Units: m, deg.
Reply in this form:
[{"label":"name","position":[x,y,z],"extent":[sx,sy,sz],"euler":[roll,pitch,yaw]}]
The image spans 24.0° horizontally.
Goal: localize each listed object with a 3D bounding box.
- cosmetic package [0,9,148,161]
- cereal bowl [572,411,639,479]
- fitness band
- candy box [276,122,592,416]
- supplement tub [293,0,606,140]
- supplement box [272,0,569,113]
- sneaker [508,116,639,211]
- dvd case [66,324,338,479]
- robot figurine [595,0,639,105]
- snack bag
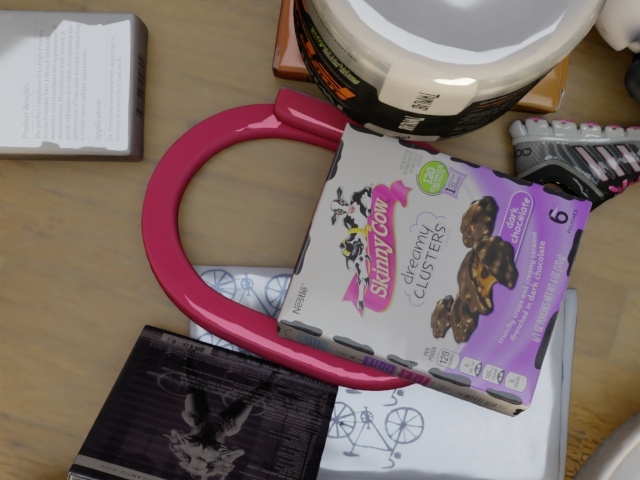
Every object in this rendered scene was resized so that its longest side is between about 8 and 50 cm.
[{"label":"cosmetic package","position":[-0.259,-0.123,1.207],"extent":[0.231,0.085,0.117],"euler":[2,88,1]},{"label":"cereal bowl","position":[0.319,0.277,1.166],"extent":[0.339,0.141,0.339],"euler":[1,84,-12]},{"label":"fitness band","position":[0.000,0.000,1.202],"extent":[0.291,0.054,0.209],"euler":[22,78,5]},{"label":"candy box","position":[0.084,0.023,1.134],"extent":[0.196,0.070,0.165],"euler":[18,78,3]},{"label":"supplement tub","position":[0.078,-0.172,1.022],"extent":[0.193,0.316,0.193],"euler":[0,86,-1]},{"label":"supplement box","position":[0.081,-0.154,1.218],"extent":[0.233,0.080,0.078],"euler":[9,89,1]},{"label":"sneaker","position":[0.235,-0.055,1.227],"extent":[0.170,0.063,0.075],"euler":[6,88,4]},{"label":"dvd case","position":[-0.078,0.140,1.108],"extent":[0.164,0.221,0.018],"euler":[17,114,0]},{"label":"robot figurine","position":[0.343,-0.168,1.174],"extent":[0.278,0.209,0.173],"euler":[39,118,0]},{"label":"snack bag","position":[0.042,0.195,1.227],"extent":[0.323,0.037,0.342],"euler":[4,88,-2]}]
